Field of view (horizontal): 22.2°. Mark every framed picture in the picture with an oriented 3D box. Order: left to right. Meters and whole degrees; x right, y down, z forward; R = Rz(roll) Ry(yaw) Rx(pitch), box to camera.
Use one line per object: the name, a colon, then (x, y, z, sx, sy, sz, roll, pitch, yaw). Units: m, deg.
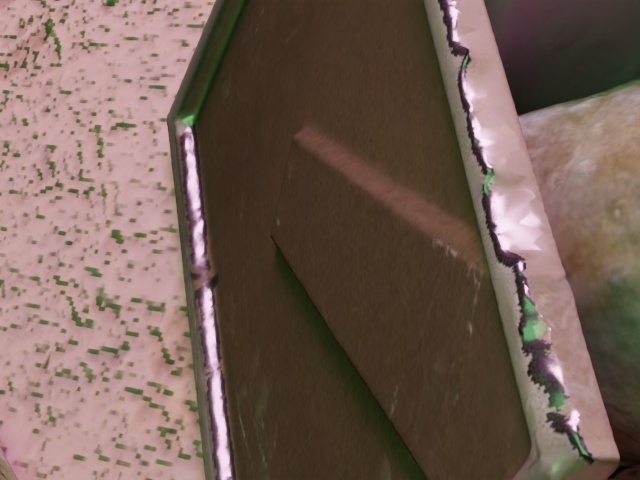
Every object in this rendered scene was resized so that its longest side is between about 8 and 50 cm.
framed picture: (0.000, 0.000, 0.488, 0.213, 0.016, 0.289, 118, 151, -45)

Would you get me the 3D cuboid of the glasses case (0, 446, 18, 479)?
glasses case: (-0.141, 0.118, 0.560, 0.095, 0.062, 0.272, -46, 46, 6)

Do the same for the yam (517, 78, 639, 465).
yam: (0.166, -0.004, 0.407, 0.330, 0.133, 0.133, -8, 56, 33)

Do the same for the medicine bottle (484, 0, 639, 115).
medicine bottle: (0.091, -0.160, 0.539, 0.152, 0.152, 0.254, -23, 50, 18)
